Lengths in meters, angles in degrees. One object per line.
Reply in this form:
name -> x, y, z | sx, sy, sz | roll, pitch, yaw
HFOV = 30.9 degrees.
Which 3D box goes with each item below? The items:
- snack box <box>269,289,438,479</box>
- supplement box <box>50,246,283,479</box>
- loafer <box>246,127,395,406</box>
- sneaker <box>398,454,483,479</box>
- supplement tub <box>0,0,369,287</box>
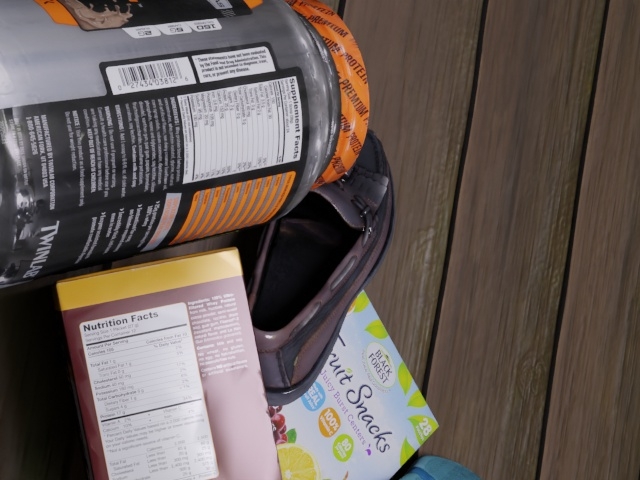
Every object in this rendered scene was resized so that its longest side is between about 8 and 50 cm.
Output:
snack box -> -0.003, 0.150, 1.091 | 0.174, 0.070, 0.207 | -41, 116, -28
supplement box -> -0.122, 0.114, 0.881 | 0.129, 0.191, 0.194 | -11, 90, -15
loafer -> 0.000, 0.000, 1.019 | 0.095, 0.109, 0.302 | 92, 17, -54
sneaker -> 0.073, 0.333, 1.144 | 0.208, 0.127, 0.319 | -56, 155, 14
supplement tub -> -0.140, -0.093, 0.887 | 0.338, 0.207, 0.207 | -14, 100, -38
